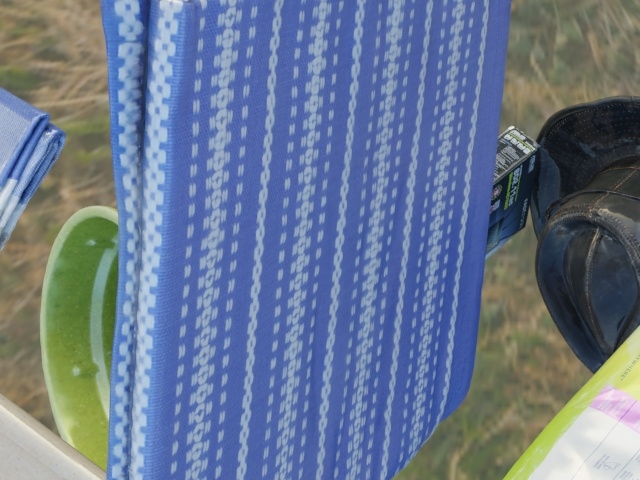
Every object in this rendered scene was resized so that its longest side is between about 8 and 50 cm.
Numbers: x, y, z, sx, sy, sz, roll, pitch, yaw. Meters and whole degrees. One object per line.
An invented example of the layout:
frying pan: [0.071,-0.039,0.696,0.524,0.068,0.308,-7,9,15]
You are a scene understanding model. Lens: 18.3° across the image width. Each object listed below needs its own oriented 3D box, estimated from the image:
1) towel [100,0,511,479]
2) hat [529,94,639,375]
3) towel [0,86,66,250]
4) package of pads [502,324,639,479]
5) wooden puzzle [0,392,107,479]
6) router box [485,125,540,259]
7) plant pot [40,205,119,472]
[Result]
towel: [0.000,0.000,0.745,0.040,0.336,0.243,10,107,21]
hat: [0.284,0.039,1.799,0.331,0.134,0.331,28,138,28]
towel: [-0.311,0.004,1.436,0.209,0.034,0.285,29,91,40]
package of pads: [0.185,0.152,1.159,0.101,0.229,0.296,35,60,19]
wooden puzzle: [-0.209,0.230,0.923,0.348,0.080,0.322,33,83,20]
router box: [0.155,-0.035,1.846,0.038,0.122,0.092,38,59,24]
plant pot: [-0.101,0.097,1.941,0.254,0.276,0.276,-4,103,-33]
